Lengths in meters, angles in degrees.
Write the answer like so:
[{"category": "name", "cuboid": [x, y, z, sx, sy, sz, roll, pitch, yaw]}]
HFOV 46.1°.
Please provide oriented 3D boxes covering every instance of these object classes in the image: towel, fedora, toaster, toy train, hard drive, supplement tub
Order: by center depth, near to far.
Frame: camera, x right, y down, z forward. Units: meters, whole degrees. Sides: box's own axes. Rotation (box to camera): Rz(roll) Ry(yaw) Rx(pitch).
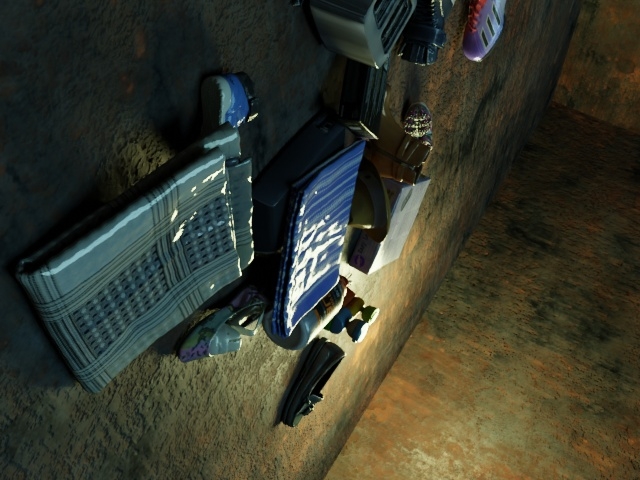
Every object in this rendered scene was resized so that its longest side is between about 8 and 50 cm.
[{"category": "towel", "cuboid": [-0.205, 0.034, 0.972, 0.324, 0.056, 0.312, -41, 154, -26]}, {"category": "toaster", "cuboid": [0.063, -0.370, 1.143, 0.185, 0.110, 0.168, -60, 161, -8]}, {"category": "hard drive", "cuboid": [-0.035, -0.102, 1.332, 0.254, 0.054, 0.172, -51, 158, -33]}, {"category": "towel", "cuboid": [0.000, 0.000, 1.394, 0.243, 0.040, 0.335, -41, 149, -49]}, {"category": "fedora", "cuboid": [0.075, -0.078, 1.545, 0.079, 0.194, 0.194, -14, 141, -17]}, {"category": "supplement tub", "cuboid": [-0.029, 0.135, 1.576, 0.190, 0.117, 0.117, -42, 152, -49]}, {"category": "toy train", "cuboid": [0.084, 0.157, 1.867, 0.248, 0.143, 0.105, -37, 149, -53]}]

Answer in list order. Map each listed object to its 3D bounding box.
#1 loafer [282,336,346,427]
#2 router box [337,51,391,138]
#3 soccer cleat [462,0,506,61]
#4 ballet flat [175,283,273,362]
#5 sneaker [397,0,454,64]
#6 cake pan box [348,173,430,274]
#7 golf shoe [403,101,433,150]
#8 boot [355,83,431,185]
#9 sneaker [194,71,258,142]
[{"category": "loafer", "cuboid": [-0.018, 0.391, 2.004, 0.267, 0.084, 0.096, -67, 162, 10]}, {"category": "router box", "cuboid": [0.081, -0.282, 1.339, 0.133, 0.046, 0.178, 21, 78, -71]}, {"category": "soccer cleat", "cuboid": [0.399, -0.586, 1.809, 0.117, 0.109, 0.318, -11, 131, -42]}, {"category": "ballet flat", "cuboid": [-0.155, 0.150, 1.311, 0.221, 0.079, 0.076, -40, 152, -50]}, {"category": "sneaker", "cuboid": [0.203, -0.434, 1.475, 0.163, 0.086, 0.226, -68, 162, 7]}, {"category": "cake pan box", "cuboid": [0.186, -0.048, 1.990, 0.246, 0.070, 0.266, -21, 135, -61]}, {"category": "golf shoe", "cuboid": [0.237, -0.288, 1.827, 0.186, 0.068, 0.085, 70, 21, -63]}, {"category": "boot", "cuboid": [0.156, -0.217, 1.537, 0.073, 0.152, 0.197, -42, 152, -48]}, {"category": "sneaker", "cuboid": [-0.123, -0.154, 1.015, 0.085, 0.058, 0.152, -28, 135, -47]}]
